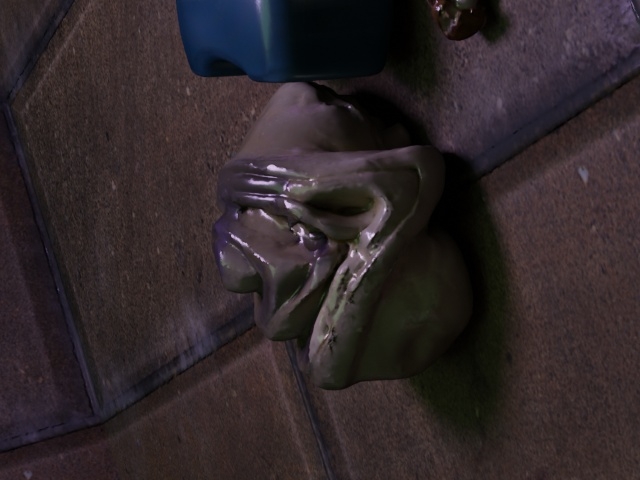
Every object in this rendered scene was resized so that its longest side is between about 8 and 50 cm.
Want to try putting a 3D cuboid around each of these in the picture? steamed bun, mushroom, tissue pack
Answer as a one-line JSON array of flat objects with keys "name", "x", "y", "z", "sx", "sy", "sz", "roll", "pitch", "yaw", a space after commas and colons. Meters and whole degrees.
[{"name": "steamed bun", "x": 0.000, "y": 0.000, "z": 1.923, "sx": 0.339, "sy": 0.247, "sz": 0.352, "roll": 26, "pitch": 123, "yaw": 55}, {"name": "mushroom", "x": 0.162, "y": -0.272, "z": 1.675, "sx": 0.060, "sy": 0.061, "sz": 0.187, "roll": 68, "pitch": 150, "yaw": 28}, {"name": "tissue pack", "x": -0.047, "y": -0.289, "z": 1.926, "sx": 0.287, "sy": 0.198, "sz": 0.206, "roll": -166, "pitch": 70, "yaw": -64}]
